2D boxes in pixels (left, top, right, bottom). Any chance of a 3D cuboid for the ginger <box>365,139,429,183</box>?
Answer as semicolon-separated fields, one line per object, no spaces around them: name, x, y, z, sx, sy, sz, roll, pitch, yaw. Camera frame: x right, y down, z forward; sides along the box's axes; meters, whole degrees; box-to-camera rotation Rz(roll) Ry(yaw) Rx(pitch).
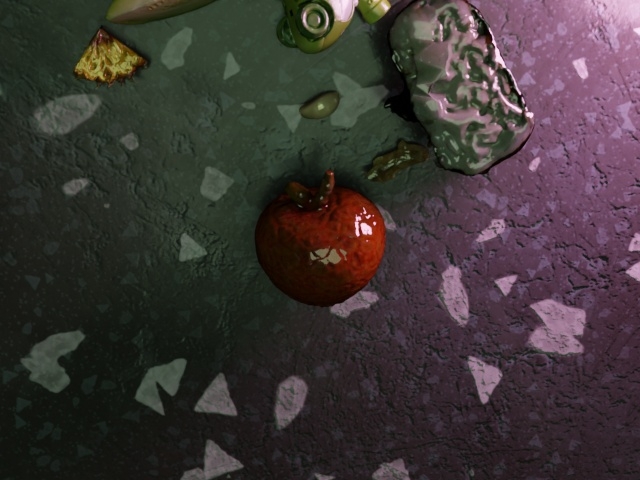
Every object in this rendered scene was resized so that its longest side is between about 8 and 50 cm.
ginger;0.151;-0.157;1.523;0.137;0.044;0.057;-27;77;-2

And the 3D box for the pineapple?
pineapple;-0.395;-0.343;1.426;0.137;0.069;0.116;-10;102;-10

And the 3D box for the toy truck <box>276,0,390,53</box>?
toy truck;0.008;-0.452;1.379;0.210;0.148;0.187;-32;104;-15

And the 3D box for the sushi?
sushi;0.238;-0.284;1.411;0.234;0.207;0.348;-21;102;15

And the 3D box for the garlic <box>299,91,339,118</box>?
garlic;-0.001;-0.260;1.476;0.083;0.053;0.041;-20;121;7

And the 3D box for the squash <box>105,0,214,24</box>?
squash;-0.215;-0.454;1.371;0.203;0.111;0.288;37;99;7

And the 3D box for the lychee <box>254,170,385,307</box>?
lychee;0.000;0.000;1.455;0.255;0.255;0.300;-14;139;1
